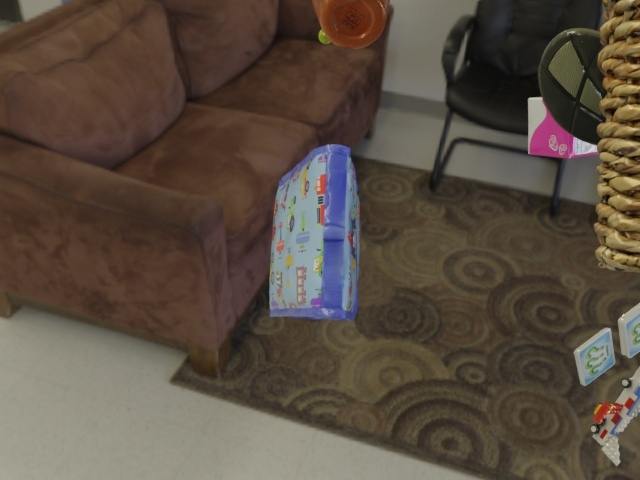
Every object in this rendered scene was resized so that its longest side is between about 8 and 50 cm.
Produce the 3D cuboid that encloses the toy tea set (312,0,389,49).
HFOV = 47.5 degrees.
[{"bbox_3d":[0.101,-0.348,0.798,0.335,0.200,0.124,-18,38,14],"label":"toy tea set"}]

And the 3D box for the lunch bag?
[{"bbox_3d":[0.000,0.000,1.026,0.138,0.221,0.293,4,-6,-4],"label":"lunch bag"}]

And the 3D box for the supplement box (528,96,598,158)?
[{"bbox_3d":[0.513,-0.225,1.380,0.219,0.114,0.111,-9,14,-24],"label":"supplement box"}]

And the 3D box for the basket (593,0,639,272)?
[{"bbox_3d":[0.368,-0.093,0.521,0.299,0.223,0.213,5,14,33],"label":"basket"}]

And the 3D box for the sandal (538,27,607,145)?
[{"bbox_3d":[0.387,-0.171,0.899,0.302,0.120,0.086,19,40,-23],"label":"sandal"}]

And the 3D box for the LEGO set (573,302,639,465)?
[{"bbox_3d":[0.409,0.165,0.897,0.182,0.244,0.060,-33,43,-7],"label":"LEGO set"}]
